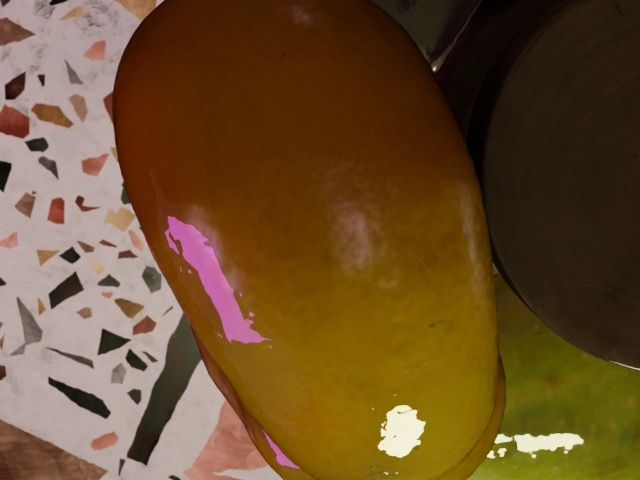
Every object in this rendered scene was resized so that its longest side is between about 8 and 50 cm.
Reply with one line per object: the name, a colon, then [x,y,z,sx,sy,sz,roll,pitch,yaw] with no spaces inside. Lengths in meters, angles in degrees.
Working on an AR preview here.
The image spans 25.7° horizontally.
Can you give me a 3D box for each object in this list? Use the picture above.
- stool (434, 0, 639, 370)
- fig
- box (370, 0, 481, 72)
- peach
stool: [0.148,-0.049,0.719,0.179,0.179,0.264,59,-179,-9]
fig: [0.215,0.151,1.411,0.258,0.326,0.258,39,135,53]
box: [-0.022,-0.234,0.790,0.225,0.190,0.297,32,-178,-18]
peach: [0.000,0.000,0.630,0.251,0.153,0.251,60,177,5]
